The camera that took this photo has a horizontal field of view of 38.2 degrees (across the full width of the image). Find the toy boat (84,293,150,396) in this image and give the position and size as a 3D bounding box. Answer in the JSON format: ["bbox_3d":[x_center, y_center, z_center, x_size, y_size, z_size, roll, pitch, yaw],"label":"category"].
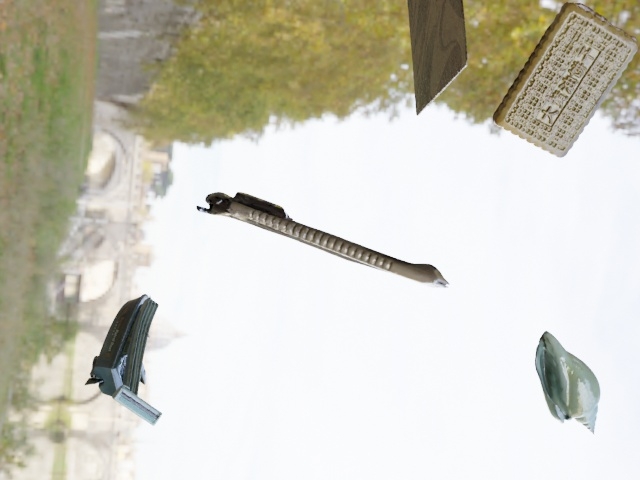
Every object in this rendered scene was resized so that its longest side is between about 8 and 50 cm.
[{"bbox_3d":[-0.366,0.193,1.786,0.246,0.103,0.093,-79,170,-49],"label":"toy boat"}]

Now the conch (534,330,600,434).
[{"bbox_3d":[0.326,0.201,1.234,0.180,0.088,0.065,56,-19,-21],"label":"conch"}]

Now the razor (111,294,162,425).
[{"bbox_3d":[-0.227,0.144,1.157,0.037,0.068,0.191,-33,-146,20],"label":"razor"}]

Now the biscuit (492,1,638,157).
[{"bbox_3d":[0.441,-0.283,1.653,0.254,0.172,0.029,-60,-160,18],"label":"biscuit"}]

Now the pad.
[{"bbox_3d":[0.175,-0.334,1.439,0.330,0.004,0.220,138,-51,-82],"label":"pad"}]

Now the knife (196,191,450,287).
[{"bbox_3d":[0.002,-0.006,1.233,0.089,0.365,0.043,-7,115,-72],"label":"knife"}]
